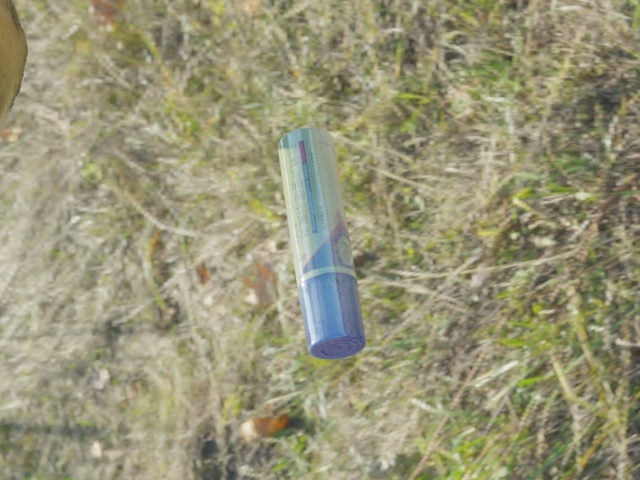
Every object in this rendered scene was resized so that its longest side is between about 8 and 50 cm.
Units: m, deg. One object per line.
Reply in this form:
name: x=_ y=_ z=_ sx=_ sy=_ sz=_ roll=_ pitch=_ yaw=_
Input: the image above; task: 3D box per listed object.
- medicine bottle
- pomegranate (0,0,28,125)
medicine bottle: x=0.000 y=0.000 z=1.131 sx=0.059 sy=0.059 sz=0.231 roll=-31 pitch=56 yaw=35
pomegranate: x=-0.469 y=-0.202 z=1.226 sx=0.322 sy=0.322 sz=0.322 roll=5 pitch=98 yaw=37
